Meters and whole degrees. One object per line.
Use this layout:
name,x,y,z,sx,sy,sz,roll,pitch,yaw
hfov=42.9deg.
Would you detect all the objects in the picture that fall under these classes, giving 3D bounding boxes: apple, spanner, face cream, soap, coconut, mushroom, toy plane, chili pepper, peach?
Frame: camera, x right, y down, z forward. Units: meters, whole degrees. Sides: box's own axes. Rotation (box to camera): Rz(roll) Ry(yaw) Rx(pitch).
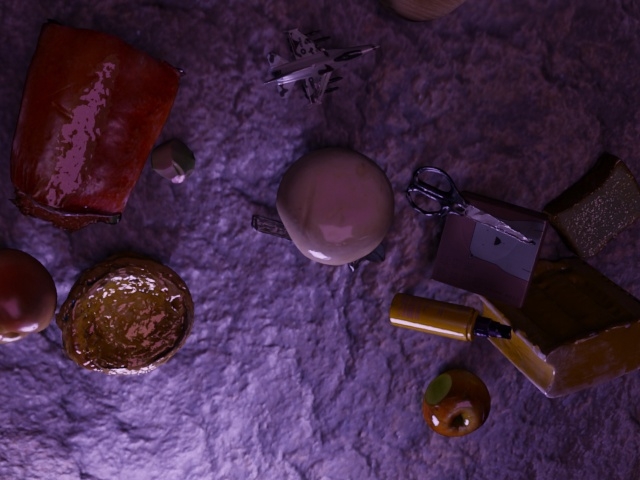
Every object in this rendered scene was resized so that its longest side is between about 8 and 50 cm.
apple,0.334,0.394,1.989,0.146,0.147,0.163,37,111,-22
spanner,0.000,0.000,1.775,0.325,0.026,0.093,17,106,-22
face cream,0.293,0.179,1.825,0.273,0.078,0.078,10,117,24
soap,0.550,0.181,1.858,0.293,0.335,0.156,-14,117,-15
coconut,-0.283,-0.154,1.592,0.081,0.082,0.083,-14,76,17
mushroom,0.026,-0.064,1.669,0.246,0.202,0.246,7,67,-16
toy plane,0.000,-0.347,1.590,0.234,0.082,0.160,-17,109,4
chili pepper,-0.404,-0.203,1.423,0.251,0.229,0.305,13,99,-66
peach,-0.599,0.105,1.556,0.184,0.184,0.184,-6,115,-14

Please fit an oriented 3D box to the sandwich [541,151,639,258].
sandwich,0.648,-0.077,1.917,0.214,0.065,0.186,-39,118,3

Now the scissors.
scissors,0.324,-0.060,1.748,0.300,0.022,0.109,29,116,14

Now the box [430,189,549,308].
box,0.376,0.016,1.805,0.215,0.086,0.215,18,110,19

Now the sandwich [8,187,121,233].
sandwich,-0.485,-0.104,1.558,0.235,0.079,0.159,25,114,-21

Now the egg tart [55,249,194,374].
egg tart,-0.405,0.152,1.673,0.290,0.107,0.291,-11,115,-24

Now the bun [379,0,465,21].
bun,0.203,-0.520,1.544,0.222,0.128,0.222,-14,149,-9
